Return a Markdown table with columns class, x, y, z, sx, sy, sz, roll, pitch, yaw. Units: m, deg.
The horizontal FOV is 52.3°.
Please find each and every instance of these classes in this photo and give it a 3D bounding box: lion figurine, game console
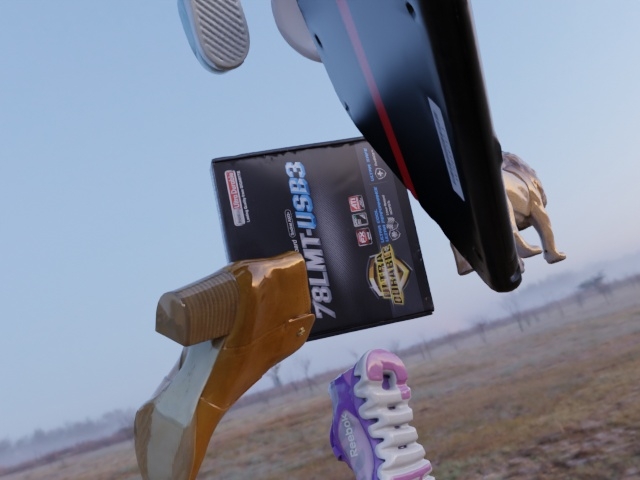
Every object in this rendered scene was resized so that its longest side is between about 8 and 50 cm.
| class | x | y | z | sx | sy | sz | roll | pitch | yaw |
| --- | --- | --- | --- | --- | --- | --- | --- | --- | --- |
| lion figurine | 0.289 | -0.067 | 1.079 | 0.142 | 0.240 | 0.392 | -22 | -15 | 23 |
| game console | 0.059 | -0.167 | 0.567 | 0.060 | 0.342 | 0.386 | -32 | -41 | -1 |

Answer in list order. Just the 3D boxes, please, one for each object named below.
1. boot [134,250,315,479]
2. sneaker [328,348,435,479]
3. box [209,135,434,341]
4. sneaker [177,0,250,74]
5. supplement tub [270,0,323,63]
| class | x | y | z | sx | sy | sz | roll | pitch | yaw |
| --- | --- | --- | --- | --- | --- | --- | --- | --- | --- |
| boot | -0.101 | 0.162 | 0.771 | 0.211 | 0.104 | 0.295 | -12 | -61 | -48 |
| sneaker | 0.063 | 0.255 | 0.778 | 0.095 | 0.236 | 0.104 | 12 | -30 | -44 |
| box | 0.000 | 0.000 | 0.999 | 0.293 | 0.295 | 0.073 | -9 | -6 | -14 |
| sneaker | -0.231 | -0.493 | 1.235 | 0.135 | 0.366 | 0.150 | -9 | 4 | -24 |
| supplement tub | 0.074 | -0.463 | 1.223 | 0.228 | 0.228 | 0.316 | -30 | 5 | 34 |
